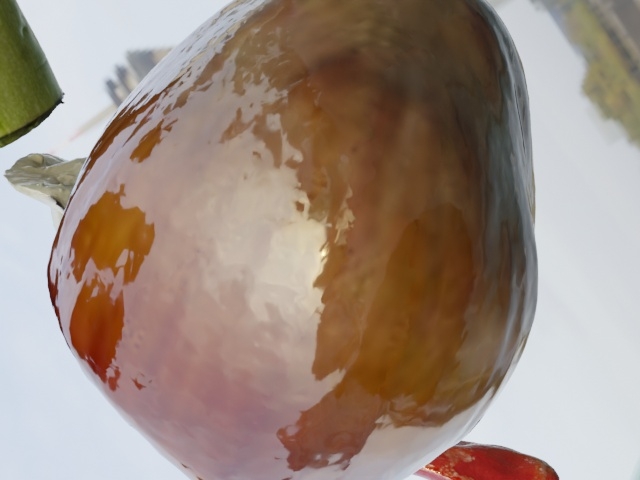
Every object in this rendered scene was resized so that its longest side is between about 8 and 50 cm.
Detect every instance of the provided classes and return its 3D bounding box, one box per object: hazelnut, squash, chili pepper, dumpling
[{"bbox_3d":[-0.009,-0.006,0.536,0.210,0.186,0.210,29,-124,-58],"label":"hazelnut"},{"bbox_3d":[-0.211,-0.157,0.733,0.094,0.094,0.224,-86,-19,-68],"label":"squash"},{"bbox_3d":[0.120,0.178,1.070,0.191,0.050,0.059,15,-165,1],"label":"chili pepper"},{"bbox_3d":[-0.184,-0.033,1.427,0.227,0.175,0.243,38,163,52],"label":"dumpling"}]

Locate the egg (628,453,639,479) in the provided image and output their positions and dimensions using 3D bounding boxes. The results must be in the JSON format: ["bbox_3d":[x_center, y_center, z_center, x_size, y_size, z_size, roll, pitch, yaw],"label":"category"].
[{"bbox_3d":[0.191,0.122,0.410,0.220,0.220,0.269,-26,-54,-76],"label":"egg"}]
